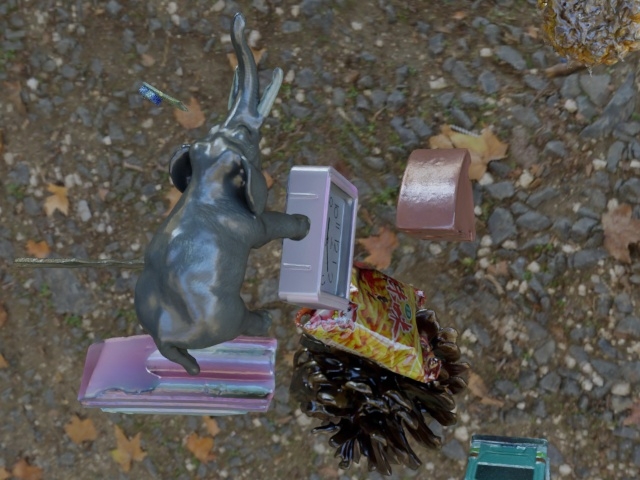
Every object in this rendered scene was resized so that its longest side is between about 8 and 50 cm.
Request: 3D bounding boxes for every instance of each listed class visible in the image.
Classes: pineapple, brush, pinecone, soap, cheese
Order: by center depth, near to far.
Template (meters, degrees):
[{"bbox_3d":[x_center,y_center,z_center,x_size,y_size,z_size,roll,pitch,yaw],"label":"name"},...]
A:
[{"bbox_3d":[0.445,-0.379,1.117,0.225,0.076,0.224,13,119,25],"label":"pineapple"},{"bbox_3d":[-0.243,0.233,1.191,0.324,0.109,0.193,2,154,-7],"label":"soap"},{"bbox_3d":[0.238,-0.094,1.362,0.128,0.203,0.177,2,85,24],"label":"cheese"},{"bbox_3d":[-0.320,-0.284,1.391,0.178,0.030,0.033,33,164,46],"label":"brush"},{"bbox_3d":[0.125,0.322,1.502,0.398,0.398,0.397,8,109,24],"label":"pinecone"}]

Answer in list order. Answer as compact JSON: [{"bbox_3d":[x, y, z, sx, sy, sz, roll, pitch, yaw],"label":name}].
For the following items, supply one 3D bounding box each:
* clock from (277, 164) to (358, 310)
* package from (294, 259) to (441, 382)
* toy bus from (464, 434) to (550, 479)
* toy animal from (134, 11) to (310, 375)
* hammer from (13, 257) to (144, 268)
[{"bbox_3d":[0.000,0.000,1.023,0.063,0.150,0.197,2,80,20],"label":"clock"},{"bbox_3d":[0.079,0.123,1.233,0.288,0.223,0.108,29,129,-21],"label":"package"},{"bbox_3d":[0.298,0.448,1.085,0.128,0.147,0.256,-2,108,22],"label":"toy bus"},{"bbox_3d":[-0.069,-0.024,0.549,0.082,0.137,0.269,14,87,22],"label":"toy animal"},{"bbox_3d":[-0.270,0.028,0.876,0.292,0.029,0.058,0,132,19],"label":"hammer"}]
